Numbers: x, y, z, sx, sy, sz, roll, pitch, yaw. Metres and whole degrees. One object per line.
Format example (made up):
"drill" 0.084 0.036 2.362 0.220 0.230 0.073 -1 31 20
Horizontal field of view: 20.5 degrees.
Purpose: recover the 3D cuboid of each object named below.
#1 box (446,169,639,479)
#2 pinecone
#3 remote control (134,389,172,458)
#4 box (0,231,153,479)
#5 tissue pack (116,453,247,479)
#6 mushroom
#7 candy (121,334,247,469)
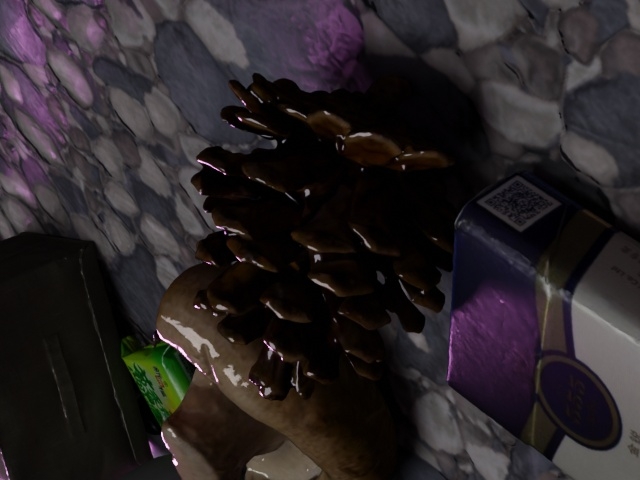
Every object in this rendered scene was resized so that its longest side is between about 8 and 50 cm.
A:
"box" 0.188 0.087 1.045 0.259 0.071 0.168 34 145 31
"pinecone" 0.002 0.001 1.126 0.185 0.168 0.212 -86 -3 -81
"remote control" -0.201 0.222 1.785 0.097 0.045 0.256 51 146 13
"box" -0.278 0.128 1.664 0.155 0.149 0.231 8 116 53
"tissue pack" -0.108 0.375 1.575 0.333 0.236 0.229 56 150 -13
"mushroom" -0.019 0.134 1.338 0.151 0.156 0.286 18 147 31
"candy" -0.121 0.165 1.621 0.102 0.032 0.178 -4 116 57
